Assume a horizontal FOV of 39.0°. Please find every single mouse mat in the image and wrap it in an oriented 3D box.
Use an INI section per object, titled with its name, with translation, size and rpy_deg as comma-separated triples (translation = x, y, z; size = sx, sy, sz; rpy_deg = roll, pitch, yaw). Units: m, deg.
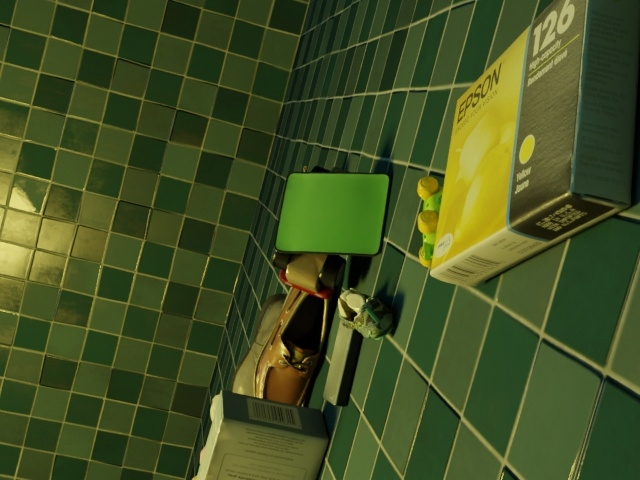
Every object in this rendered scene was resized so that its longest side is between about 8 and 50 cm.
[mouse mat]
translation = 0.020, -0.046, 1.512
size = 0.007, 0.189, 0.153
rpy_deg = 52, -136, -60

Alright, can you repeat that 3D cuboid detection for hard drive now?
[hard drive]
translation = 0.037, 0.200, 1.482
size = 0.094, 0.022, 0.135
rpy_deg = 172, 112, -78

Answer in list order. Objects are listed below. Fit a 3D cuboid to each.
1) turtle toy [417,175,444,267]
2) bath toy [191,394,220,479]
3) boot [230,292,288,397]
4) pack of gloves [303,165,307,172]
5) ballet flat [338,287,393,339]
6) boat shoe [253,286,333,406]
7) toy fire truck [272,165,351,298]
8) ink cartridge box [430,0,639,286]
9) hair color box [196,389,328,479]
[turtle toy]
translation = 0.148, -0.009, 1.057
size = 0.095, 0.066, 0.130
rpy_deg = 79, -168, -55
[bath toy]
translation = -0.240, 0.543, 2.224
size = 0.129, 0.151, 0.348
rpy_deg = 65, -158, -44
[boot]
translation = -0.103, 0.289, 1.872
size = 0.223, 0.118, 0.338
rpy_deg = -130, 51, -71
[pack of gloves]
translation = -0.049, -0.008, 1.901
size = 0.195, 0.046, 0.232
rpy_deg = -82, -11, -49
[ballet flat]
translation = 0.060, 0.101, 1.362
size = 0.188, 0.070, 0.070
rpy_deg = -175, 99, -75
[boat shoe]
translation = -0.054, 0.208, 1.702
size = 0.104, 0.110, 0.307
rpy_deg = 178, 105, -80
[toy fire truck]
translation = 0.000, 0.000, 1.648
size = 0.246, 0.158, 0.217
rpy_deg = 71, -140, -70
[ink cartridge box]
translation = 0.210, -0.134, 0.903
size = 0.303, 0.072, 0.307
rpy_deg = 132, 148, -69
[hair color box]
translation = -0.129, 0.463, 1.561
size = 0.113, 0.185, 0.374
rpy_deg = -113, 38, -72
